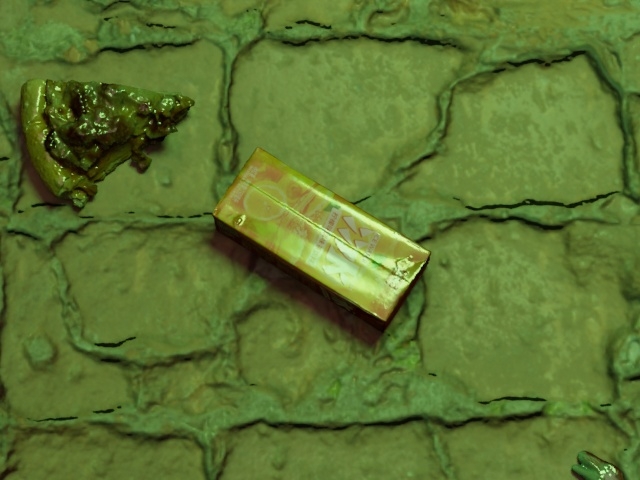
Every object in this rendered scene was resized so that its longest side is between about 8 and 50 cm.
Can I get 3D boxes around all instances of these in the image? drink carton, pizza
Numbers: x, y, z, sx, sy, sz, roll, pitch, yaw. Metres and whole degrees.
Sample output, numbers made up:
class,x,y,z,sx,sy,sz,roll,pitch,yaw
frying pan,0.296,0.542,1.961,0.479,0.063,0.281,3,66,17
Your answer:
class,x,y,z,sx,sy,sz,roll,pitch,yaw
drink carton,0.000,0.000,1.360,0.223,0.071,0.096,31,79,8
pizza,-0.234,-0.131,1.402,0.194,0.069,0.154,-18,75,-1

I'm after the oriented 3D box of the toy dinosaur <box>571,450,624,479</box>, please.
class,x,y,z,sx,sy,sz,roll,pitch,yaw
toy dinosaur,0.340,0.336,1.268,0.242,0.053,0.167,24,71,17
